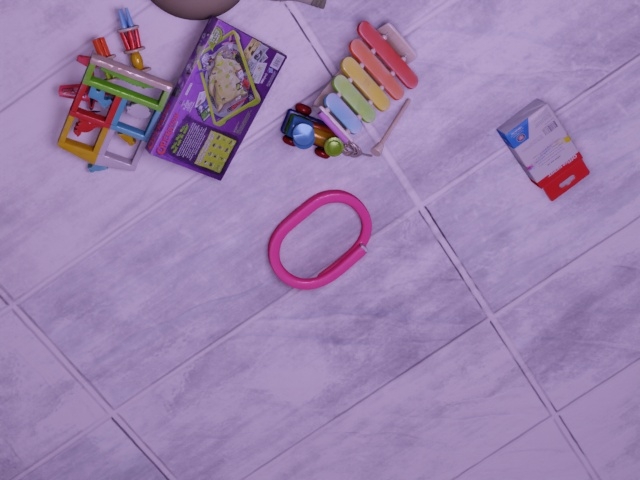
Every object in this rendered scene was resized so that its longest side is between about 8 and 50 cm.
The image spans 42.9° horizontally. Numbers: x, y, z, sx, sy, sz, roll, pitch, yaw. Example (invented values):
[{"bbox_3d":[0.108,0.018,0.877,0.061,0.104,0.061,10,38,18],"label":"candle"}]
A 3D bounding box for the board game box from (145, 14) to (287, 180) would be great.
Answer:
[{"bbox_3d":[-0.245,-0.327,1.916,0.208,0.056,0.347,19,107,-44],"label":"board game box"}]

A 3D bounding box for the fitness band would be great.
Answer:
[{"bbox_3d":[0.000,0.000,2.103,0.291,0.054,0.209,-40,110,5],"label":"fitness band"}]

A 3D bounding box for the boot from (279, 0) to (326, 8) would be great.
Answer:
[{"bbox_3d":[-0.044,-0.647,1.862,0.165,0.077,0.213,7,113,-11],"label":"boot"}]

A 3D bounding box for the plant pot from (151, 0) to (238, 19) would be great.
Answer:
[{"bbox_3d":[-0.275,-0.621,1.774,0.284,0.191,0.284,-3,109,-8],"label":"plant pot"}]

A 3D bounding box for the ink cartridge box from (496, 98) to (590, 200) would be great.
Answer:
[{"bbox_3d":[0.576,-0.231,2.099,0.134,0.078,0.231,-37,110,5],"label":"ink cartridge box"}]

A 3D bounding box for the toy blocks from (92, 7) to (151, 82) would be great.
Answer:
[{"bbox_3d":[-0.466,-0.448,1.864,0.123,0.054,0.148,-22,112,-21],"label":"toy blocks"}]

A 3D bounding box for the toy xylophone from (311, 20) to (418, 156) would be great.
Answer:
[{"bbox_3d":[0.120,-0.352,1.935,0.236,0.081,0.323,36,70,-23],"label":"toy xylophone"}]

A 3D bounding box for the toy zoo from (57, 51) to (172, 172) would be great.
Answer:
[{"bbox_3d":[-0.489,-0.275,1.899,0.192,0.030,0.293,19,122,-24],"label":"toy zoo"}]

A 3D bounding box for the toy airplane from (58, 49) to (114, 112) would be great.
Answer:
[{"bbox_3d":[-0.537,-0.371,1.903,0.151,0.028,0.151,-7,112,-17],"label":"toy airplane"}]

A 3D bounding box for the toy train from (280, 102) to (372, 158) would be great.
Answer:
[{"bbox_3d":[0.032,-0.238,1.977,0.248,0.143,0.105,20,105,-15],"label":"toy train"}]
